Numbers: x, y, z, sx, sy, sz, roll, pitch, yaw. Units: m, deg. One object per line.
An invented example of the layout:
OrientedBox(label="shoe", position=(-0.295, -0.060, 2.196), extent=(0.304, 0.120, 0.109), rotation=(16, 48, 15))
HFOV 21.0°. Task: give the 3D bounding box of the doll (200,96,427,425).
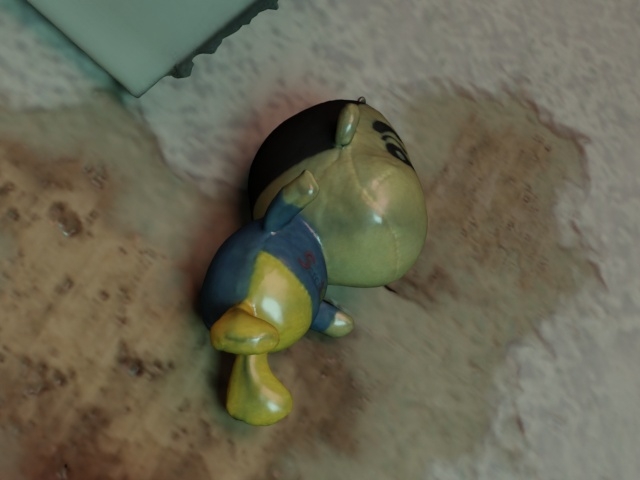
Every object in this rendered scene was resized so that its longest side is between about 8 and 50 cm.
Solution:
OrientedBox(label="doll", position=(0.000, 0.000, 0.768), extent=(0.089, 0.102, 0.179), rotation=(5, 49, 13))

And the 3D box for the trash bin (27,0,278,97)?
OrientedBox(label="trash bin", position=(-0.129, -0.256, 0.747), extent=(0.367, 0.256, 0.296), rotation=(48, 43, -11))
